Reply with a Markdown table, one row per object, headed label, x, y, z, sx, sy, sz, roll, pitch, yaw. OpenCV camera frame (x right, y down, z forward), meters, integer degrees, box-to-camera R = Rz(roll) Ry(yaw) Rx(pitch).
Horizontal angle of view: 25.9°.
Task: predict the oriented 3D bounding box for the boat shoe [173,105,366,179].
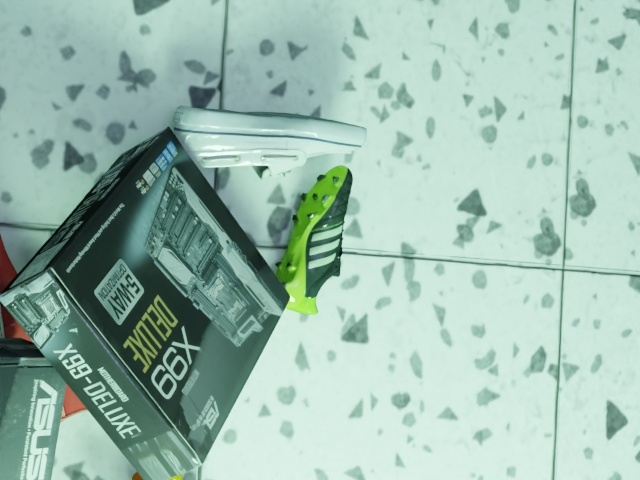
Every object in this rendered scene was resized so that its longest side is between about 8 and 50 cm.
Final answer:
| label | x | y | z | sx | sy | sz | roll | pitch | yaw |
| --- | --- | --- | --- | --- | --- | --- | --- | --- | --- |
| boat shoe | -0.059 | -0.106 | 1.573 | 0.226 | 0.083 | 0.075 | 4 | 99 | -17 |

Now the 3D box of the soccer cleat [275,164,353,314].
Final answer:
| label | x | y | z | sx | sy | sz | roll | pitch | yaw |
| --- | --- | --- | --- | --- | --- | --- | --- | --- | --- |
| soccer cleat | 0.000 | 0.000 | 1.611 | 0.072 | 0.060 | 0.179 | 29 | 82 | -35 |

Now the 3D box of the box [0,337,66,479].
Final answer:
| label | x | y | z | sx | sy | sz | roll | pitch | yaw |
| --- | --- | --- | --- | --- | --- | --- | --- | --- | --- |
| box | -0.406 | 0.285 | 1.256 | 0.318 | 0.097 | 0.394 | 5 | 97 | -50 |

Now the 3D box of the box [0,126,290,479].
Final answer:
| label | x | y | z | sx | sy | sz | roll | pitch | yaw |
| --- | --- | --- | --- | --- | --- | --- | --- | --- | --- |
| box | -0.165 | 0.059 | 1.412 | 0.242 | 0.076 | 0.307 | 55 | 30 | -16 |

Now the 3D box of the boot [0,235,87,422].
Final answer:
| label | x | y | z | sx | sy | sz | roll | pitch | yaw |
| --- | --- | --- | --- | --- | --- | --- | --- | --- | --- |
| boot | -0.281 | 0.071 | 1.437 | 0.176 | 0.088 | 0.244 | -18 | 106 | -28 |

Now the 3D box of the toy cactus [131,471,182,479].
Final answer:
| label | x | y | z | sx | sy | sz | roll | pitch | yaw |
| --- | --- | --- | --- | --- | --- | --- | --- | --- | --- |
| toy cactus | -0.185 | 0.349 | 1.488 | 0.219 | 0.112 | 0.180 | -35 | 124 | -27 |
